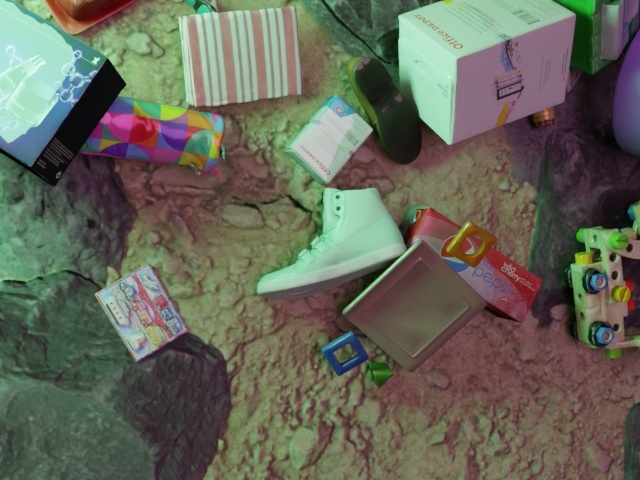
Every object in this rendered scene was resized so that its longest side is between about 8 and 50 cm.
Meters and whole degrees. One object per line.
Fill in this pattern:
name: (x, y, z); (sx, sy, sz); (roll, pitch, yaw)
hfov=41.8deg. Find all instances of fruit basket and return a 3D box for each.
fruit basket: (0.522, -0.475, 1.443); (0.353, 0.165, 0.327); (-45, 147, -13)

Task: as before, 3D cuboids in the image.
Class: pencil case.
pencil case: (-0.259, -0.162, 1.281); (0.236, 0.104, 0.105); (10, 89, -18)

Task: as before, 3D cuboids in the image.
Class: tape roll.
tape roll: (0.638, -0.280, 1.515); (0.274, 0.090, 0.275); (-23, 124, -39)

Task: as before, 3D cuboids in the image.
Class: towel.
towel: (-0.124, -0.295, 1.340); (0.197, 0.029, 0.144); (-11, 112, -21)

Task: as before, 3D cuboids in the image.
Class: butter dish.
butter dish: (-0.344, -0.411, 1.230); (0.160, 0.118, 0.160); (-35, 103, -15)

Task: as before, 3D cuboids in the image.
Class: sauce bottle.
sauce bottle: (0.397, -0.271, 1.528); (0.042, 0.042, 0.128); (-15, 95, -18)

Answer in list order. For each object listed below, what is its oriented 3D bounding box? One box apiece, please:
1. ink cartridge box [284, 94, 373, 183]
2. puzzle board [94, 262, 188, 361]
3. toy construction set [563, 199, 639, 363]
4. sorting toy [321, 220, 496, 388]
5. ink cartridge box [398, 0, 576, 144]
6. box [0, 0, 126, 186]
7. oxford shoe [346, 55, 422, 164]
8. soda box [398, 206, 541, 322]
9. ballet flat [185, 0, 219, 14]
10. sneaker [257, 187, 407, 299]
ink cartridge box: (0.012, -0.166, 1.395); (0.088, 0.052, 0.122); (43, 78, -15)
puzzle board: (-0.282, 0.115, 1.328); (0.096, 0.011, 0.128); (-32, 101, -15)
toy construction set: (0.572, 0.094, 1.554); (0.215, 0.151, 0.328); (-12, 85, -18)
sorting toy: (0.157, 0.107, 1.406); (0.347, 0.047, 0.196); (-44, 118, 9)
ink cartridge box: (0.267, -0.298, 1.385); (0.232, 0.171, 0.168); (-22, 135, -17)
box: (-0.436, -0.226, 1.166); (0.261, 0.103, 0.184); (31, 79, 8)
oxford shoe: (0.109, -0.224, 1.420); (0.076, 0.076, 0.212); (-34, 118, -6)
soda box: (0.255, 0.043, 1.469); (0.263, 0.083, 0.092); (31, 82, -17)
ballet flat: (-0.187, -0.377, 1.328); (0.041, 0.041, 0.114); (-47, 106, -12)
sneaker: (0.000, 0.000, 1.389); (0.255, 0.094, 0.151); (-19, 76, -4)
